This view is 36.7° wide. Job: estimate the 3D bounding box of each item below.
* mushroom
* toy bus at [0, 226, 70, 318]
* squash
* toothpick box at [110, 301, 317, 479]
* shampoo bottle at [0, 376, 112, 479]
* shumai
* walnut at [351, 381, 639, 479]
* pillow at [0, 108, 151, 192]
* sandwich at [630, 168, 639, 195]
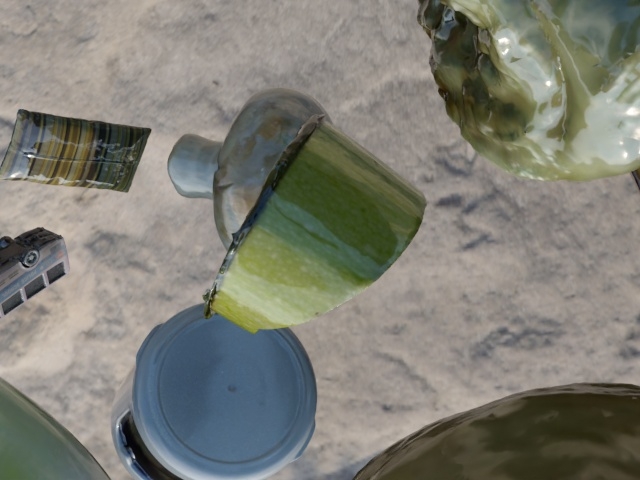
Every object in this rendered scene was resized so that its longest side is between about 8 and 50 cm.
[{"bbox_3d":[-0.093,-0.083,1.261,0.244,0.243,0.243,2,118,4],"label":"mushroom"},{"bbox_3d":[-0.261,0.036,0.774,0.037,0.131,0.052,21,131,29],"label":"toy bus"},{"bbox_3d":[-0.014,0.002,0.906,0.133,0.220,0.220,34,116,-6],"label":"squash"},{"bbox_3d":[-0.160,0.229,1.353,0.263,0.263,0.355,28,154,-9],"label":"toothpick box"},{"bbox_3d":[-0.253,0.216,0.431,0.322,0.317,0.322,14,136,13],"label":"shampoo bottle"},{"bbox_3d":[0.128,-0.258,0.581,0.323,0.324,0.397,23,109,-24],"label":"shumai"},{"bbox_3d":[0.127,0.168,0.345,0.283,0.283,0.227,25,79,-8],"label":"walnut"},{"bbox_3d":[-0.339,-0.121,1.345,0.203,0.038,0.113,3,123,-41],"label":"pillow"},{"bbox_3d":[0.315,-0.083,0.845,0.094,0.258,0.096,-30,153,26],"label":"sandwich"}]
